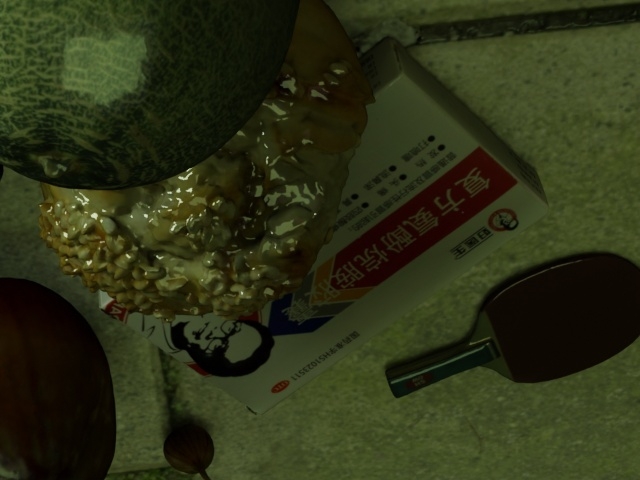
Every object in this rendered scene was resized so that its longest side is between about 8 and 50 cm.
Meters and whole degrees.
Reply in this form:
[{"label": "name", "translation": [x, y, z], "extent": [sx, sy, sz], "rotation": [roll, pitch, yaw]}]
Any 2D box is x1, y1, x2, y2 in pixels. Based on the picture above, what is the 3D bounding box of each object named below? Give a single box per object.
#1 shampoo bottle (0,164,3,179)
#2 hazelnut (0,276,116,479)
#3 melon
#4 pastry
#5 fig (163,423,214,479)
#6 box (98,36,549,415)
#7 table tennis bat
[{"label": "shampoo bottle", "translation": [-0.365, -0.100, 1.243], "extent": [0.087, 0.049, 0.234], "rotation": [-39, 126, 18]}, {"label": "hazelnut", "translation": [-0.280, 0.149, 1.363], "extent": [0.217, 0.217, 0.251], "rotation": [-26, 150, 13]}, {"label": "melon", "translation": [-0.128, -0.188, 0.989], "extent": [0.248, 0.329, 0.248], "rotation": [14, 161, 5]}, {"label": "pastry", "translation": [-0.100, -0.067, 1.204], "extent": [0.255, 0.162, 0.311], "rotation": [15, 116, 2]}, {"label": "fig", "translation": [-0.123, 0.217, 1.535], "extent": [0.050, 0.083, 0.050], "rotation": [-16, 127, -23]}, {"label": "box", "translation": [0.000, 0.000, 1.381], "extent": [0.353, 0.069, 0.214], "rotation": [-36, 127, 23]}, {"label": "table tennis bat", "translation": [0.195, 0.095, 1.522], "extent": [0.274, 0.021, 0.154], "rotation": [-21, 130, 7]}]
